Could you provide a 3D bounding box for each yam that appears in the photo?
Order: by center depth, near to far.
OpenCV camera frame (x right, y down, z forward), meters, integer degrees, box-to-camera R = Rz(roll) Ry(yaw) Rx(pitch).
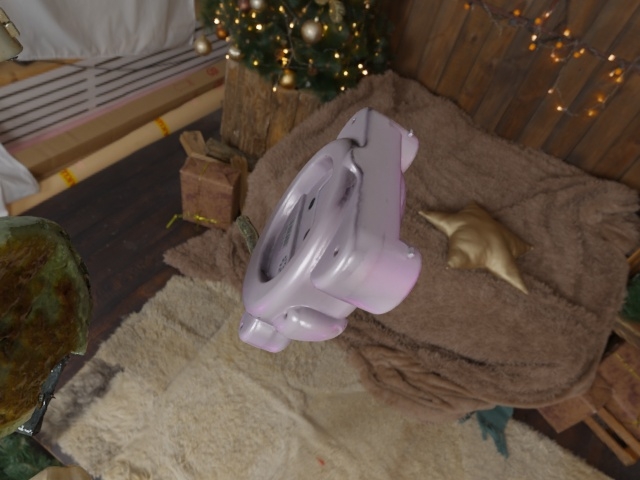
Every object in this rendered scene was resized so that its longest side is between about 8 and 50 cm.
[{"bbox_3d":[-0.238,0.007,1.603,0.061,0.061,0.253,-11,49,-25],"label":"yam"}]

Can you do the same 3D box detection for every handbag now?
[{"bbox_3d":[-0.732,0.348,1.145,0.175,0.089,0.270,-2,60,14],"label":"handbag"}]

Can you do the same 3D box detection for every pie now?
[{"bbox_3d":[-0.399,0.111,0.583,0.066,0.303,0.302,10,46,8],"label":"pie"}]

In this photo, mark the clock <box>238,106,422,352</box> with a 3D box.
[{"bbox_3d":[0.000,0.000,0.636,0.113,0.322,0.296,27,46,-20],"label":"clock"}]

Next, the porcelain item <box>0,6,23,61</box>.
[{"bbox_3d":[-0.446,-0.318,0.529,0.084,0.213,0.054,-24,50,-15],"label":"porcelain item"}]

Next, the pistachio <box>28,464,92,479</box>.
[{"bbox_3d":[-0.486,0.535,0.819,0.157,0.157,0.230,-5,67,-20],"label":"pistachio"}]
